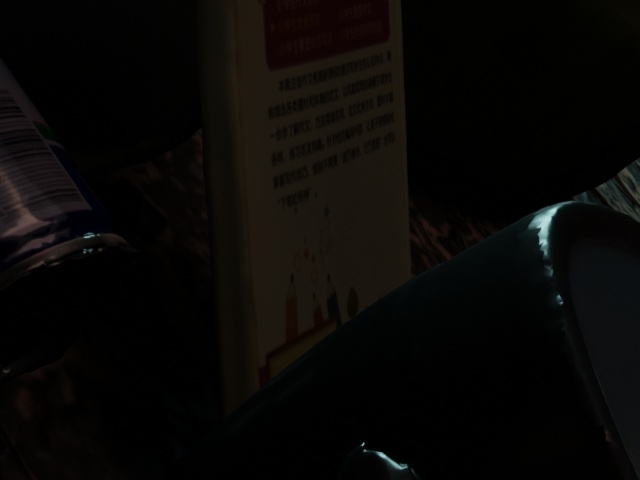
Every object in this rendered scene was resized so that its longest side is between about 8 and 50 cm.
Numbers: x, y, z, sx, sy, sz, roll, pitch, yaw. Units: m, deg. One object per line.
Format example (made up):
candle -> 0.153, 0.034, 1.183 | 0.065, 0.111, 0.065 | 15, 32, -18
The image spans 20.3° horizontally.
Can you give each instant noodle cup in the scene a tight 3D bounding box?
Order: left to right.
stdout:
instant noodle cup -> -0.080, -0.148, 0.746 | 0.215, 0.215, 0.236 | 41, 35, -14

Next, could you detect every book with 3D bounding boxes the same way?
book -> 0.000, 0.000, 0.678 | 0.162, 0.022, 0.232 | -26, 114, -65

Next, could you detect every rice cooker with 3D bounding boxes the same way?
rice cooker -> 0.063, 0.143, 0.492 | 0.267, 0.224, 0.267 | 39, 25, -21

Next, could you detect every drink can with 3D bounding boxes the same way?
drink can -> -0.161, -0.060, 0.585 | 0.235, 0.097, 0.097 | 53, 25, 13

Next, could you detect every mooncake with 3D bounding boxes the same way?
mooncake -> 0.090, -0.190, 1.079 | 0.351, 0.187, 0.351 | 37, 28, -24

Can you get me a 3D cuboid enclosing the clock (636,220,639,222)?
clock -> 0.198, 0.079, 0.925 | 0.197, 0.068, 0.197 | 20, 35, -15
